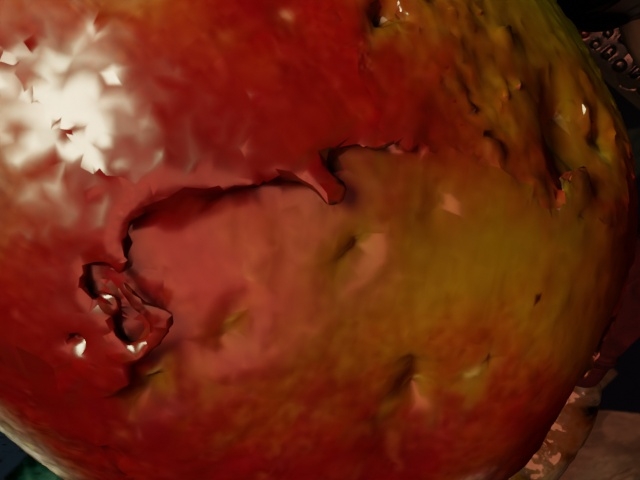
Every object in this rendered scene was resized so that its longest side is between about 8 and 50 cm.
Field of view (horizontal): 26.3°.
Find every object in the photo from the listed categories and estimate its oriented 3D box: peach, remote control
[{"bbox_3d":[-0.052,-0.049,0.657,0.417,0.353,0.339,35,86,-11],"label":"peach"},{"bbox_3d":[0.264,-0.131,1.048,0.222,0.042,0.072,35,111,-27],"label":"remote control"}]

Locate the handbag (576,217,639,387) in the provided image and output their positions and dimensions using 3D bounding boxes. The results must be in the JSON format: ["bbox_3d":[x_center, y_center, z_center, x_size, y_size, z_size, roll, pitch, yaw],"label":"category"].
[{"bbox_3d":[0.151,-0.003,1.004,0.146,0.225,0.135,21,112,-40],"label":"handbag"}]

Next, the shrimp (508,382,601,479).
[{"bbox_3d":[0.092,0.195,1.238,0.233,0.071,0.365,31,115,-17],"label":"shrimp"}]

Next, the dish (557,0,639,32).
[{"bbox_3d":[0.115,-0.184,0.770,0.273,0.133,0.273,17,158,7],"label":"dish"}]

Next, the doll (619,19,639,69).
[{"bbox_3d":[0.251,-0.198,0.946,0.155,0.113,0.275,-45,118,-17],"label":"doll"}]
